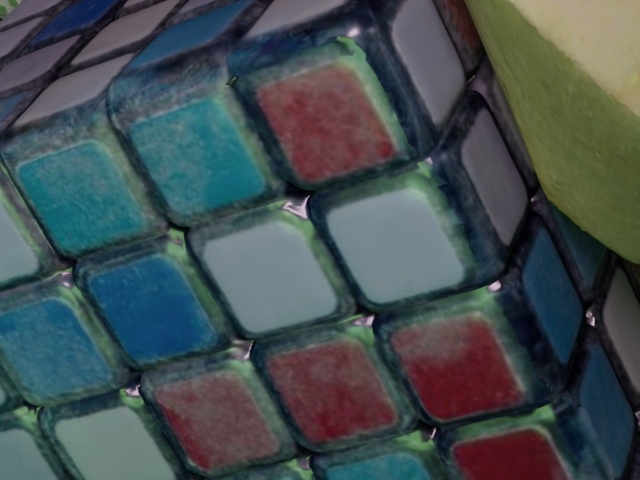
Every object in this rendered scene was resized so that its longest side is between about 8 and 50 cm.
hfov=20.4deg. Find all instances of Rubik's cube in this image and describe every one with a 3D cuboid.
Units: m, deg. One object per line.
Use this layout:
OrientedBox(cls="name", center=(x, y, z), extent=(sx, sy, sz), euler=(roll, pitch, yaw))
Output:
OrientedBox(cls="Rubik's cube", center=(0.000, 0.000, 0.819), extent=(0.292, 0.293, 0.287), euler=(-17, 114, 26))

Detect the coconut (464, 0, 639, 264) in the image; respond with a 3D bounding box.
OrientedBox(cls="coconut", center=(0.166, -0.100, 0.631), extent=(0.259, 0.259, 0.259), euler=(9, 123, 15))
